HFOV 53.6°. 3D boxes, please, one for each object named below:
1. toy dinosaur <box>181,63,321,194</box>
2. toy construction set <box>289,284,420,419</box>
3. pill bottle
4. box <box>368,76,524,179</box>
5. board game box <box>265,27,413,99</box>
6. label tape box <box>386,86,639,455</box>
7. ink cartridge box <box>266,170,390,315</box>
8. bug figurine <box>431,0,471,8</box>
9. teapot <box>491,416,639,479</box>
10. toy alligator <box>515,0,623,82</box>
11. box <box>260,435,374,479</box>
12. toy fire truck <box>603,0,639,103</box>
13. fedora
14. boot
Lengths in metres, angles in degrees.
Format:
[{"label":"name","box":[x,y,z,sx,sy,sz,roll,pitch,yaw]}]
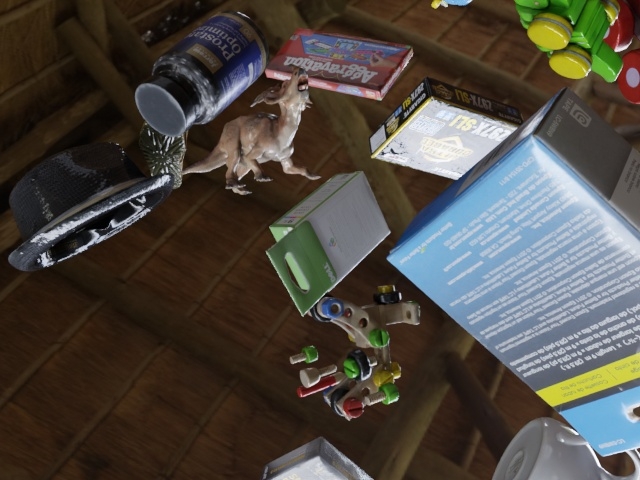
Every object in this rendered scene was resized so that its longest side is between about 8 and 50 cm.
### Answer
[{"label":"toy dinosaur","box":[-0.120,-0.200,1.188,0.127,0.296,0.200,-2,-98,-65]},{"label":"toy construction set","box":[0.094,0.228,1.329,0.237,0.309,0.257,-14,-111,-28]},{"label":"pill bottle","box":[-0.185,-0.261,1.000,0.122,0.123,0.219,56,-132,-25]},{"label":"box","box":[0.330,-0.280,1.662,0.322,0.257,0.079,11,-125,-29]},{"label":"board game box","box":[0.034,-0.372,1.322,0.145,0.282,0.027,-57,-31,-24]},{"label":"label tape box","box":[0.270,0.049,0.650,0.334,0.240,0.106,43,-129,-2]},{"label":"ink cartridge box","box":[0.000,0.000,0.895,0.209,0.062,0.108,-42,-63,-34]},{"label":"bug figurine","box":[0.097,-0.342,0.559,0.279,0.072,0.216,45,-106,-5]},{"label":"teapot","box":[0.448,0.469,1.188,0.187,0.256,0.252,29,-102,7]},{"label":"toy alligator","box":[0.153,-0.167,0.433,0.190,0.051,0.056,30,-95,-42]},{"label":"box","box":[0.009,0.556,1.423,0.231,0.183,0.056,46,-153,-21]},{"label":"toy fire truck","box":[0.639,-0.405,1.134,0.170,0.253,0.302,-15,-115,-7]},{"label":"fedora","box":[-0.450,-0.083,1.193,0.334,0.334,0.152,-33,-89,-45]},{"label":"boot","box":[-0.327,-0.281,1.380,0.089,0.236,0.269,7,-122,-10]}]
